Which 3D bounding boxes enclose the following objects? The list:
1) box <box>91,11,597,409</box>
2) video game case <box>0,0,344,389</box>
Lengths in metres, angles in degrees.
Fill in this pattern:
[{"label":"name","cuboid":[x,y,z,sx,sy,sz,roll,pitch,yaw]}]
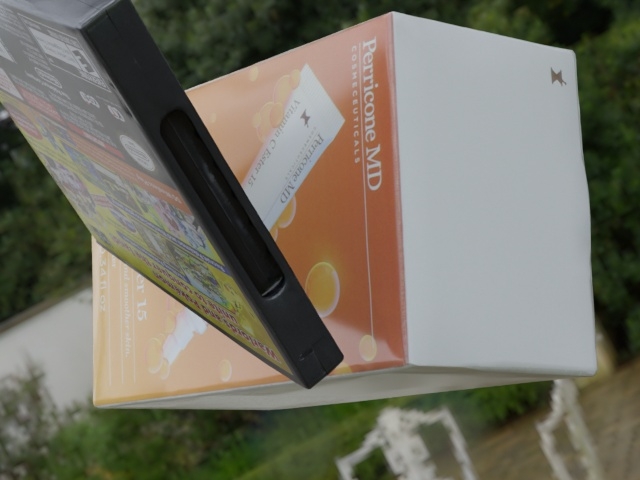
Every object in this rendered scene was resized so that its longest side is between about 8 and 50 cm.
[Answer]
[{"label":"box","cuboid":[0.000,0.000,1.047,0.168,0.214,0.345,6,-13,-39]},{"label":"video game case","cuboid":[-0.119,-0.056,0.870,0.035,0.248,0.275,-40,35,-16]}]
